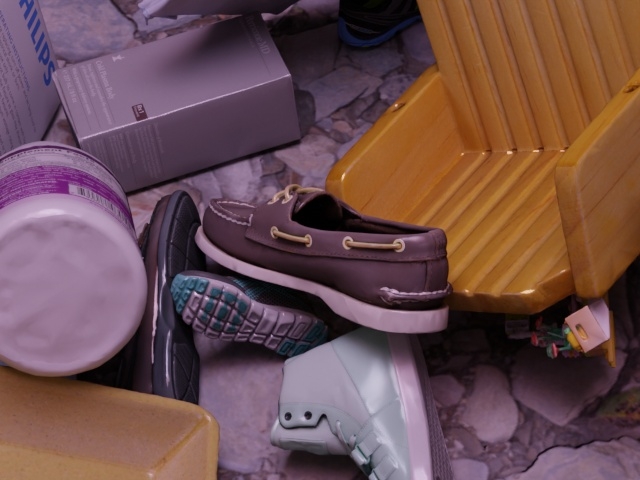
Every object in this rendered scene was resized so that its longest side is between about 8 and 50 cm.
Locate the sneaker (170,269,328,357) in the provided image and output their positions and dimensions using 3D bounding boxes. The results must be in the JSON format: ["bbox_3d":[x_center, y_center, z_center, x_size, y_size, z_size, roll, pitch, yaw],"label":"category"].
[{"bbox_3d":[-0.074,0.060,1.840,0.166,0.065,0.076,22,30,-26],"label":"sneaker"}]

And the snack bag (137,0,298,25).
[{"bbox_3d":[0.010,-0.325,1.968,0.342,0.323,0.037,-30,84,25],"label":"snack bag"}]

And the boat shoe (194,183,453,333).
[{"bbox_3d":[0.000,0.000,1.793,0.117,0.096,0.324,-6,18,-40],"label":"boat shoe"}]

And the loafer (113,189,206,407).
[{"bbox_3d":[-0.167,0.066,1.856,0.084,0.096,0.267,-13,51,16],"label":"loafer"}]

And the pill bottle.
[{"bbox_3d":[-0.260,0.003,1.810,0.169,0.169,0.301,-14,19,-5],"label":"pill bottle"}]

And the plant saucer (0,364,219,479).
[{"bbox_3d":[-0.262,0.270,1.643,0.333,0.081,0.333,13,48,-14],"label":"plant saucer"}]

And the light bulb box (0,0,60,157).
[{"bbox_3d":[-0.510,-0.130,1.971,0.358,0.225,0.361,10,53,15],"label":"light bulb box"}]

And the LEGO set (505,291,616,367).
[{"bbox_3d":[0.222,0.060,1.787,0.107,0.132,0.287,-4,27,10],"label":"LEGO set"}]

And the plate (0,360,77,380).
[{"bbox_3d":[-0.329,0.151,1.845,0.188,0.024,0.188,-4,50,5],"label":"plate"}]

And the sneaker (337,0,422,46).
[{"bbox_3d":[0.095,-0.289,2.129,0.188,0.078,0.067,-35,50,-22],"label":"sneaker"}]

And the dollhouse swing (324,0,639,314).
[{"bbox_3d":[0.146,-0.149,1.771,0.347,0.305,0.315,2,41,51],"label":"dollhouse swing"}]

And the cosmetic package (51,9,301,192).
[{"bbox_3d":[-0.151,-0.146,2.023,0.238,0.107,0.127,-21,47,-7],"label":"cosmetic package"}]

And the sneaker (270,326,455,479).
[{"bbox_3d":[0.037,0.204,1.725,0.151,0.094,0.256,-18,57,11],"label":"sneaker"}]
